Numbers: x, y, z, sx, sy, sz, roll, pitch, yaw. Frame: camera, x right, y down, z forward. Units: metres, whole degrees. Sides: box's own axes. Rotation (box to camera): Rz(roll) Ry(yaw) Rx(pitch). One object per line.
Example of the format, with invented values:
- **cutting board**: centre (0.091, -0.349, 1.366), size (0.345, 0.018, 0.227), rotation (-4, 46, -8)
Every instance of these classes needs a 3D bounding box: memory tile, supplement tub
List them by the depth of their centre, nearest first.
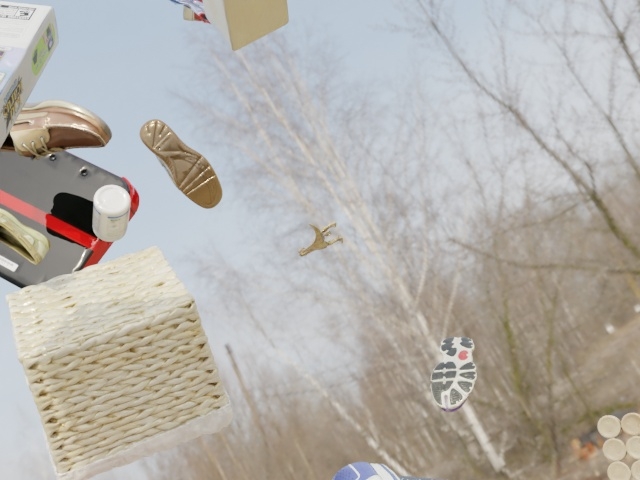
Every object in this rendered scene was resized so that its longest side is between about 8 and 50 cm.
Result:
- **memory tile**: centre (0.507, 0.347, 1.358), size (0.113, 0.148, 0.012), rotation (-15, -15, 29)
- **supplement tub**: centre (-0.408, -0.053, 1.674), size (0.071, 0.071, 0.107), rotation (-21, -22, -27)

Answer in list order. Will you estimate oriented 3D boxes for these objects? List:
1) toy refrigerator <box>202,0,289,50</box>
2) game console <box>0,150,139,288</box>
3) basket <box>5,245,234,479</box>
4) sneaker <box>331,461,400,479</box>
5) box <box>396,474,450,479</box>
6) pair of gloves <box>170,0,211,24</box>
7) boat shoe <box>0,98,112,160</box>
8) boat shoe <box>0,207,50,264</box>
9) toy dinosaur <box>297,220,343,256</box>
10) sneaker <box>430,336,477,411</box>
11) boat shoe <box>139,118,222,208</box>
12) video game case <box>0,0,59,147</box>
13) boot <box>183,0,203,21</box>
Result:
- **toy refrigerator**: centre (-0.118, -0.401, 1.188), size (0.102, 0.094, 0.269), rotation (-31, -24, -13)
- **game console**: centre (-0.650, -0.059, 1.987), size (0.342, 0.386, 0.060), rotation (-59, -18, -19)
- **basket**: centre (-0.374, 0.213, 1.576), size (0.331, 0.267, 0.328), rotation (-18, 24, -18)
- **sneaker**: centre (0.012, 0.379, 0.990), size (0.182, 0.315, 0.128), rotation (13, -62, -13)
- **box**: centre (0.118, 0.488, 1.366), size (0.142, 0.164, 0.247), rotation (1, 3, 18)
- **pair of gloves**: centre (-0.225, -0.447, 1.697), size (0.198, 0.159, 0.023), rotation (8, -64, -53)
- **boat shoe**: centre (-0.583, -0.218, 1.777), size (0.324, 0.117, 0.123), rotation (7, -26, 20)
- **boat shoe**: centre (-0.561, -0.012, 1.536), size (0.056, 0.153, 0.048), rotation (-43, 19, 45)
- **toy dinosaur**: centre (0.000, 0.000, 1.859), size (0.092, 0.053, 0.183), rotation (-28, -11, -20)
- **sneaker**: centre (0.213, 0.213, 1.314), size (0.068, 0.071, 0.170), rotation (-5, 22, 20)
- **boat shoe**: centre (-0.354, -0.196, 2.231), size (0.104, 0.285, 0.089), rotation (-38, -8, -6)
- **video game case**: centre (-0.484, -0.207, 1.028), size (0.269, 0.244, 0.061), rotation (6, -45, 1)
- **boot**: centre (-0.214, -0.575, 1.883), size (0.176, 0.088, 0.244), rotation (2, -27, -6)
